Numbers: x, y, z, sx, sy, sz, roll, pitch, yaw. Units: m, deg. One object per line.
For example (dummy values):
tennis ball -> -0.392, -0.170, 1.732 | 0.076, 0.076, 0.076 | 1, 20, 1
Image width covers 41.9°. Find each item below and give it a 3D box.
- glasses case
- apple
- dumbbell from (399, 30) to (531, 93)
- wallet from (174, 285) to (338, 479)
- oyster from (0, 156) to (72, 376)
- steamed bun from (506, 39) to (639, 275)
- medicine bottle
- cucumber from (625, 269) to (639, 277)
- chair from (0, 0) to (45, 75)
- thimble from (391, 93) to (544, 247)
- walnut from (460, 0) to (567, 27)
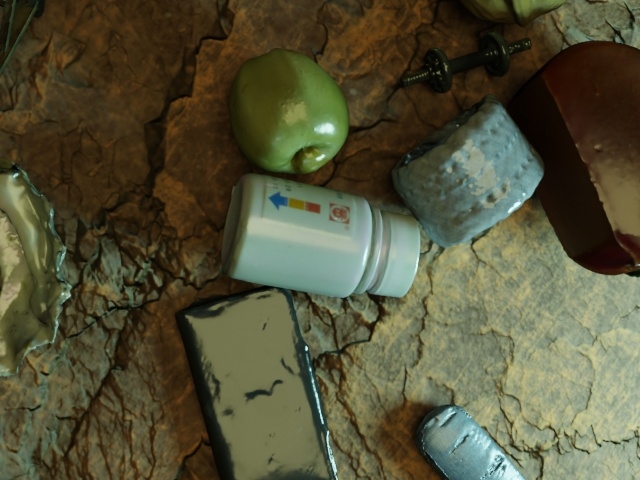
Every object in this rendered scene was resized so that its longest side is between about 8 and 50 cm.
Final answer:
glasses case -> 0.273, 0.401, 1.436 | 0.109, 0.067, 0.282 | -43, 100, -14
apple -> -0.052, -0.198, 1.302 | 0.200, 0.200, 0.200 | 0, 89, -15
dumbbell -> 0.252, -0.306, 1.438 | 0.254, 0.081, 0.081 | -20, 94, -14
wallet -> -0.096, 0.260, 1.351 | 0.197, 0.051, 0.377 | -16, 92, -12
oyster -> -0.487, 0.029, 1.227 | 0.238, 0.115, 0.351 | -10, 87, -6
steamed bun -> 0.499, -0.145, 1.404 | 0.248, 0.235, 0.379 | -20, 81, -12
medicine bottle -> 0.000, 0.000, 1.319 | 0.293, 0.170, 0.170 | 10, 86, -13
cucumber -> 0.579, 0.010, 1.523 | 0.115, 0.062, 0.116 | -19, 74, -14
chair -> -0.489, -0.447, 1.208 | 0.203, 0.416, 0.240 | 16, 129, -13
thimble -> 0.239, -0.117, 1.360 | 0.245, 0.217, 0.157 | -42, 101, -36
walnut -> 0.322, -0.483, 1.396 | 0.224, 0.257, 0.257 | -6, 91, 17
